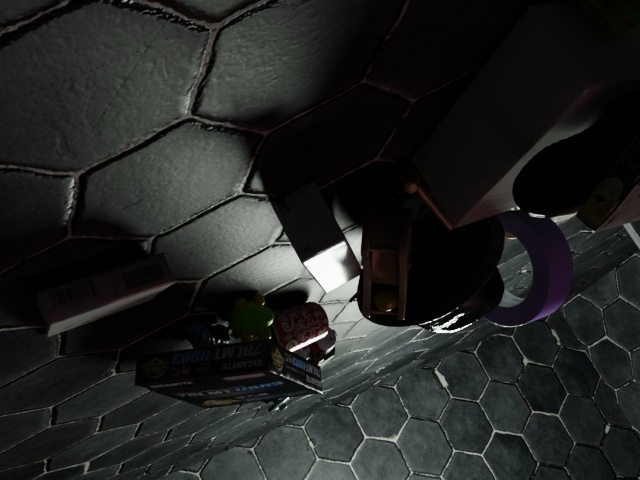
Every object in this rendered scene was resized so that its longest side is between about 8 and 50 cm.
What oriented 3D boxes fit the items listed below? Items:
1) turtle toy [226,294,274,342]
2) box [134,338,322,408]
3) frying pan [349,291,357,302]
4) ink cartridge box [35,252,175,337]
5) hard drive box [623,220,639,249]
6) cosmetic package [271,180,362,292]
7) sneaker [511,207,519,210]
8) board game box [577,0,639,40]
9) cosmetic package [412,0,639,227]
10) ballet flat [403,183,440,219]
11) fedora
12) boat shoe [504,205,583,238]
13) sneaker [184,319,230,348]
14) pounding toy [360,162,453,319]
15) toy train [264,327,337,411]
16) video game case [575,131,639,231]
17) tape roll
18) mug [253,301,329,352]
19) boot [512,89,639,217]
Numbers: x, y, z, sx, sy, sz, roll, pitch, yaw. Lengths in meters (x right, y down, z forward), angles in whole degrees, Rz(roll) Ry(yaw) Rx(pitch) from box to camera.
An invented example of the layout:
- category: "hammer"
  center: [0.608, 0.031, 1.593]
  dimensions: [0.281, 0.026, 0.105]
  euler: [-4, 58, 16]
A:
- category: "turtle toy"
  center: [-0.141, 0.162, 1.597]
  dimensions: [0.066, 0.095, 0.130]
  euler: [-15, 173, 43]
- category: "box"
  center: [-0.182, 0.283, 1.624]
  dimensions: [0.296, 0.073, 0.293]
  euler: [-10, 159, 17]
- category: "frying pan"
  center: [0.206, 0.032, 1.774]
  dimensions: [0.197, 0.053, 0.326]
  euler: [-13, 158, -37]
- category: "ink cartridge box"
  center: [-0.339, 0.087, 1.208]
  dimensions: [0.189, 0.066, 0.232]
  euler: [-20, -179, -23]
- category: "hard drive box"
  center: [0.775, -0.095, 1.935]
  dimensions: [0.089, 0.232, 0.181]
  euler: [-33, 161, 13]
- category: "cosmetic package"
  center: [0.000, 0.000, 1.310]
  dimensions: [0.086, 0.117, 0.231]
  euler: [-28, 163, 0]
- category: "sneaker"
  center: [0.435, -0.114, 1.577]
  dimensions: [0.344, 0.134, 0.146]
  euler: [-13, 161, -33]
- category: "board game box"
  center: [0.436, -0.348, 1.027]
  dimensions: [0.181, 0.092, 0.043]
  euler: [-27, 161, 0]
- category: "cosmetic package"
  center: [0.324, -0.188, 1.197]
  dimensions: [0.197, 0.155, 0.365]
  euler: [-17, 157, -31]
- category: "ballet flat"
  center: [0.225, -0.097, 1.458]
  dimensions: [0.057, 0.052, 0.168]
  euler: [-5, 151, -48]
- category: "fedora"
  center: [0.236, 0.079, 1.523]
  dimensions: [0.334, 0.334, 0.152]
  euler: [-34, 121, 18]
- category: "boat shoe"
  center: [0.566, -0.088, 1.891]
  dimensions: [0.277, 0.098, 0.096]
  euler: [-27, 164, 27]
- category: "sneaker"
  center: [-0.230, 0.197, 1.613]
  dimensions: [0.078, 0.067, 0.188]
  euler: [-44, 164, -16]
- category: "pounding toy"
  center: [0.149, 0.018, 1.339]
  dimensions: [0.155, 0.154, 0.269]
  euler: [5, 120, 8]
- category: "toy train"
  center: [-0.070, 0.331, 2.071]
  dimensions: [0.190, 0.142, 0.334]
  euler: [-30, 164, -34]
- category: "video game case"
  center: [0.461, -0.111, 1.055]
  dimensions: [0.232, 0.042, 0.210]
  euler: [-10, 139, -50]
- category: "tape roll"
  center: [0.443, 0.057, 1.813]
  dimensions: [0.090, 0.274, 0.275]
  euler: [-13, 156, -37]
- category: "mug"
  center: [-0.083, 0.193, 1.765]
  dimensions: [0.169, 0.150, 0.113]
  euler: [-15, 121, -44]
- category: "boot"
  center: [0.396, -0.097, 1.146]
  dimensions: [0.246, 0.094, 0.207]
  euler: [-39, 159, 4]
